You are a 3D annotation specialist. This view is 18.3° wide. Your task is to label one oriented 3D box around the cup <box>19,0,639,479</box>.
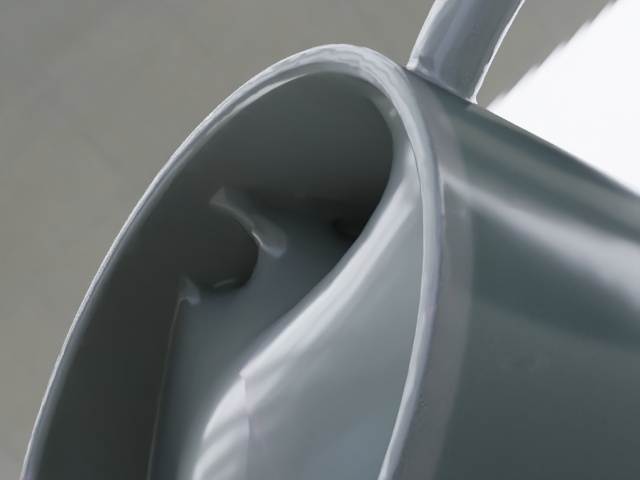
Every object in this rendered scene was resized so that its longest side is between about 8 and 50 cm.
[{"bbox_3d":[0.091,0.057,0.689,0.274,0.259,0.356,25,-88,-27],"label":"cup"}]
